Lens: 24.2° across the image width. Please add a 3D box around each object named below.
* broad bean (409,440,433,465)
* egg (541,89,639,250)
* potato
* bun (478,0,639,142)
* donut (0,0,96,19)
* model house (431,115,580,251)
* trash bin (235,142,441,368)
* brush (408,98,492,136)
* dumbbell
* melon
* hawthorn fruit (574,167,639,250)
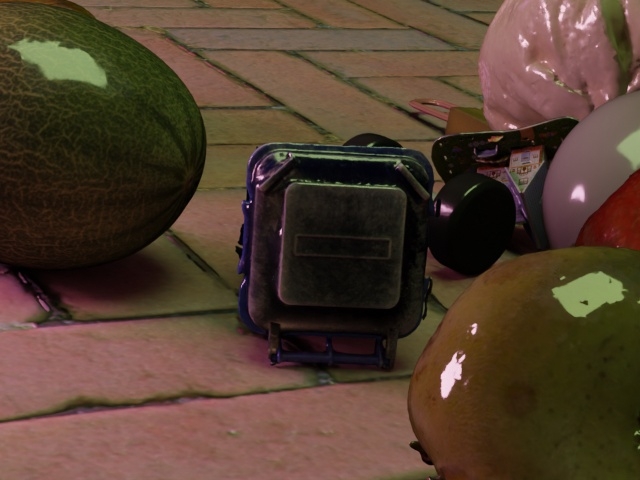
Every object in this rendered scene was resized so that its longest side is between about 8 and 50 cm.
[{"bbox_3d":[0.205,0.145,1.081,0.339,0.061,0.077,-3,7,-27],"label":"broad bean"},{"bbox_3d":[0.313,-0.052,1.467,0.176,0.176,0.232,16,52,27],"label":"egg"},{"bbox_3d":[0.224,0.132,0.910,0.351,0.202,0.218,13,55,1],"label":"potato"},{"bbox_3d":[0.361,-0.171,1.709,0.365,0.365,0.219,7,54,1],"label":"bun"},{"bbox_3d":[-0.402,-0.183,1.680,0.360,0.170,0.360,0,21,0],"label":"donut"},{"bbox_3d":[0.199,-0.051,1.570,0.167,0.117,0.088,-7,40,18],"label":"model house"},{"bbox_3d":[0.000,0.000,1.304,0.162,0.184,0.234,3,8,-10],"label":"trash bin"},{"bbox_3d":[0.197,-0.164,1.989,0.103,0.047,0.233,-5,22,-31],"label":"brush"},{"bbox_3d":[0.100,-0.040,1.522,0.100,0.100,0.191,-10,26,-40],"label":"dumbbell"},{"bbox_3d":[-0.254,-0.092,1.347,0.302,0.237,0.237,13,20,11],"label":"melon"},{"bbox_3d":[0.311,0.043,1.254,0.189,0.189,0.251,5,34,-3],"label":"hawthorn fruit"}]
